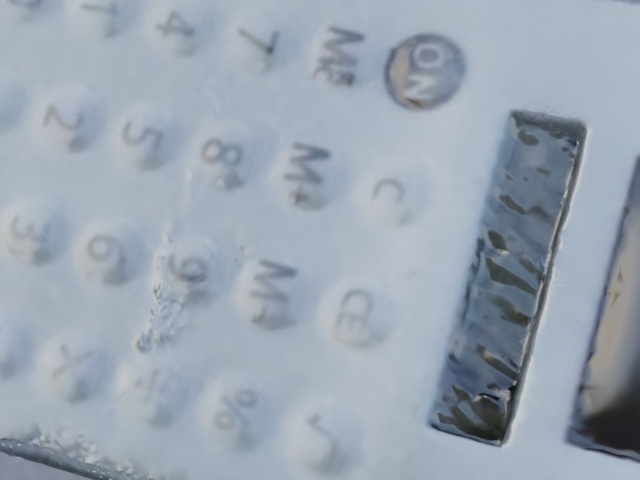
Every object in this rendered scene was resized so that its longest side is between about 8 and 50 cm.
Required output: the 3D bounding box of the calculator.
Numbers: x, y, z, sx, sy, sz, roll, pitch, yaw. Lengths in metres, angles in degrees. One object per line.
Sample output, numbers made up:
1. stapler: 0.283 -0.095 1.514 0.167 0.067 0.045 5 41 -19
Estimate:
1. calculator: 0.000 0.000 0.507 0.261 0.161 0.021 12 -9 23
